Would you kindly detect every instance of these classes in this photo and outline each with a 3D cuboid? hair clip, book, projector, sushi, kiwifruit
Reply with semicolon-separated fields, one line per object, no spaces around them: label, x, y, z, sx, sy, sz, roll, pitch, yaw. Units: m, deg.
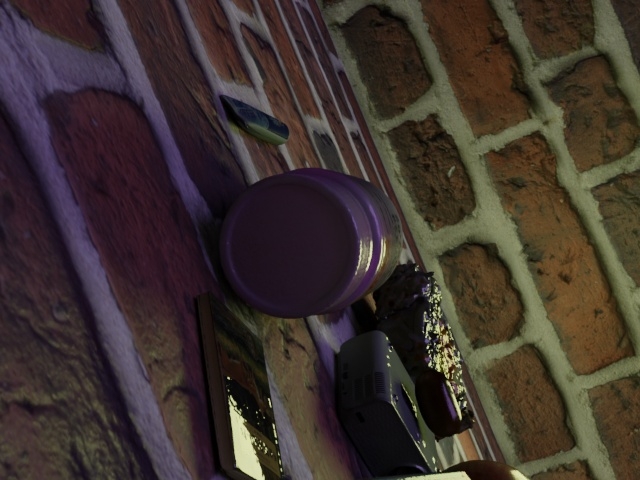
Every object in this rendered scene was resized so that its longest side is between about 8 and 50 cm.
hair clip;0.058;0.079;1.810;0.070;0.039;0.229;18;55;-73
book;-0.092;0.190;0.996;0.160;0.024;0.228;55;17;-53
projector;0.125;0.318;1.491;0.198;0.108;0.250;-87;153;-60
sushi;0.212;0.251;1.835;0.417;0.176;0.417;-14;90;-78
kiwifruit;0.211;0.293;1.484;0.124;0.075;0.075;68;12;21

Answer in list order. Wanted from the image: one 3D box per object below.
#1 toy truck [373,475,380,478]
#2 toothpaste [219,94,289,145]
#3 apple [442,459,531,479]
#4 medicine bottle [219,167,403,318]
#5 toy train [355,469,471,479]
toy truck;0.129;0.456;1.342;0.080;0.078;0.154;45;25;-63
toothpaste;-0.115;-0.220;1.571;0.268;0.047;0.069;9;72;-71
apple;0.293;0.533;1.493;0.234;0.257;0.256;-53;119;-75
medicine bottle;0.000;0.000;1.260;0.388;0.219;0.219;-7;75;-78
toy train;0.116;0.390;1.212;0.409;0.086;0.089;20;30;-54
